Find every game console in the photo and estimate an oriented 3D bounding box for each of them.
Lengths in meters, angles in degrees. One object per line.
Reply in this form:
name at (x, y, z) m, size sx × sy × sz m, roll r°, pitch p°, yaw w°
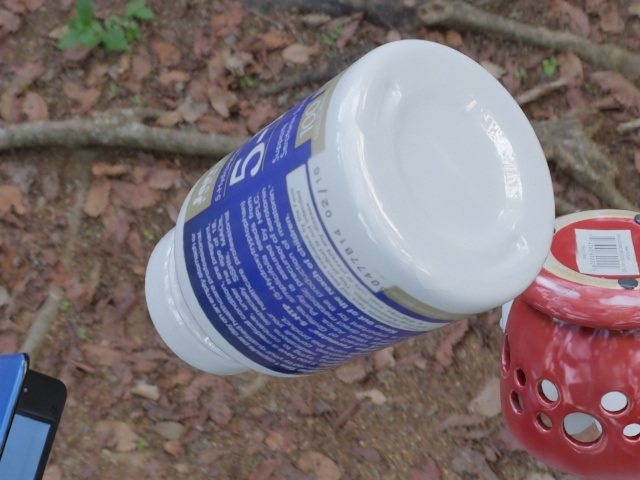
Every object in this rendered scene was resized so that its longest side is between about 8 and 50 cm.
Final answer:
game console at (-0.393, 0.304, 1.314) m, size 0.173 × 0.250 × 0.293 m, roll 5°, pitch 72°, yaw 29°

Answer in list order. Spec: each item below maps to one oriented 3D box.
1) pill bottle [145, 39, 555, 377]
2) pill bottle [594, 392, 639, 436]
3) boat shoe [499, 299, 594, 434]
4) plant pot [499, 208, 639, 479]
pill bottle at (0.000, 0.000, 0.460) m, size 0.186 × 0.112 × 0.112 m, roll -28°, pitch 51°, yaw 48°
pill bottle at (0.400, 0.183, 1.219) m, size 0.117 × 0.208 × 0.118 m, roll 2°, pitch 93°, yaw 26°
boat shoe at (0.257, 0.111, 1.209) m, size 0.108 × 0.301 × 0.102 m, roll -40°, pitch 44°, yaw -7°
plant pot at (0.249, 0.079, 0.870) m, size 0.191 × 0.174 × 0.191 m, roll -3°, pitch 29°, yaw 2°
